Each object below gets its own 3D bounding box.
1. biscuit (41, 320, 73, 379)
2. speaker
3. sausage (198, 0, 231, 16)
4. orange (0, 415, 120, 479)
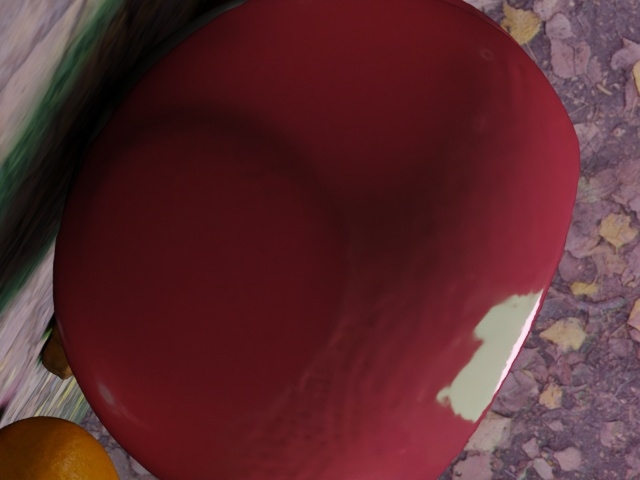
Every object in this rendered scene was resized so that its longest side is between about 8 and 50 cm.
[{"bbox_3d":[-0.156,0.006,1.086,0.295,0.044,0.186,-57,-179,43],"label":"biscuit"},{"bbox_3d":[0.000,0.000,0.705,0.294,0.294,0.294,-59,-177,5],"label":"speaker"},{"bbox_3d":[-0.041,-0.110,0.853,0.274,0.105,0.105,-57,-176,27],"label":"sausage"},{"bbox_3d":[-0.225,0.219,1.050,0.159,0.136,0.159,-59,-174,10],"label":"orange"}]
